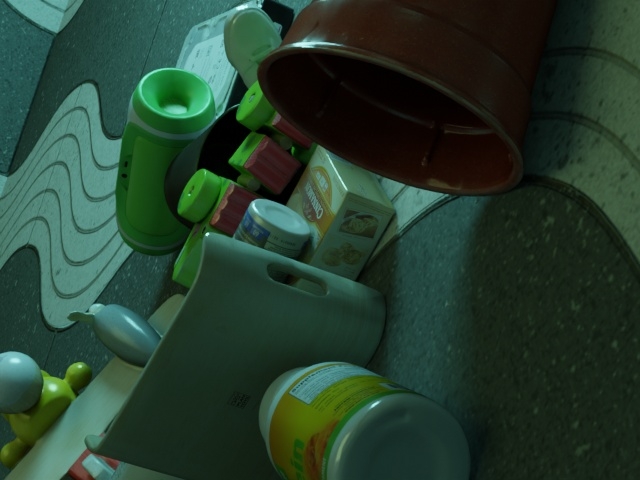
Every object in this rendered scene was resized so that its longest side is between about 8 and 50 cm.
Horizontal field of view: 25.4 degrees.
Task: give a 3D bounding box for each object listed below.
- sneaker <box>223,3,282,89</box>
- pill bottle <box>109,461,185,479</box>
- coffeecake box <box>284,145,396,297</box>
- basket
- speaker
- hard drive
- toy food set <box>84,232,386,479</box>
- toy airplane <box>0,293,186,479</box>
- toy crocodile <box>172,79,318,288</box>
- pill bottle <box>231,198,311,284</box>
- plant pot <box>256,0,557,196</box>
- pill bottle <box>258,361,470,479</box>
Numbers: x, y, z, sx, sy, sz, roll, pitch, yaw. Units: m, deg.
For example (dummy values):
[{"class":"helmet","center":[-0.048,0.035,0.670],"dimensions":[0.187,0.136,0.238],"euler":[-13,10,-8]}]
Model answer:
[{"class":"sneaker","center":[-0.064,-0.210,1.883],"dimensions":[0.094,0.080,0.212],"euler":[43,155,59]},{"class":"pill bottle","center":[-0.203,0.327,1.753],"dimensions":[0.229,0.131,0.131],"euler":[-59,25,22]},{"class":"coffeecake box","center":[0.000,0.000,1.662],"dimensions":[0.185,0.068,0.142],"euler":[-61,25,19]},{"class":"basket","center":[-0.122,-0.075,1.899],"dimensions":[0.227,0.154,0.204],"euler":[-176,88,-70]},{"class":"speaker","center":[-0.232,-0.111,2.103],"dimensions":[0.296,0.131,0.131],"euler":[107,167,-47]},{"class":"hard drive","center":[-0.166,-0.246,2.248],"dimensions":[0.339,0.064,0.237],"euler":[-1,70,67]},{"class":"toy food set","center":[-0.096,0.146,1.556],"dimensions":[0.306,0.220,0.092],"euler":[-59,25,24]},{"class":"toy airplane","center":[-0.359,0.265,1.964],"dimensions":[0.384,0.272,0.386],"euler":[-27,29,31]},{"class":"toy crocodile","center":[-0.073,-0.086,1.730],"dimensions":[0.340,0.115,0.105],"euler":[-59,20,-2]},{"class":"pill bottle","center":[-0.074,0.029,1.614],"dimensions":[0.137,0.078,0.078],"euler":[-61,24,20]},{"class":"plant pot","center":[0.115,-0.223,1.387],"dimensions":[0.272,0.272,0.265],"euler":[-11,52,63]},{"class":"pill bottle","center":[0.028,0.191,1.347],"dimensions":[0.246,0.136,0.136],"euler":[15,84,67]}]
